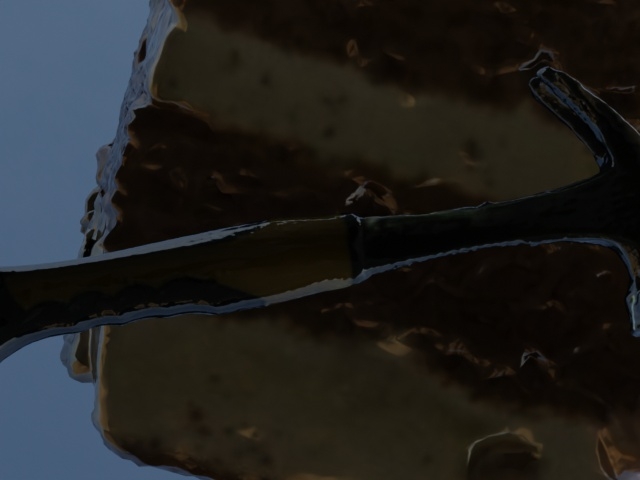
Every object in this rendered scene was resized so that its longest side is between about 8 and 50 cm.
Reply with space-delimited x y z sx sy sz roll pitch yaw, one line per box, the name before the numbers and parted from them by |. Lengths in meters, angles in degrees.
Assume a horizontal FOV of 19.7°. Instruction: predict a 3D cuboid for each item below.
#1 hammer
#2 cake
hammer | 0.000 0.000 0.495 0.201 0.021 0.078 -8 -104 -11
cake | 0.027 -0.034 0.844 0.282 0.256 0.290 17 -76 -8
